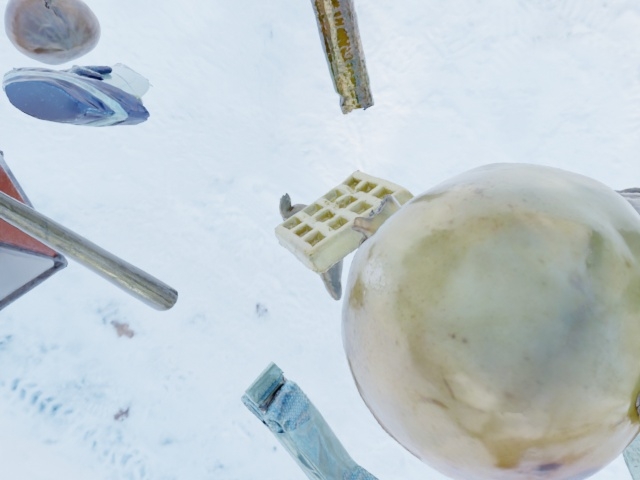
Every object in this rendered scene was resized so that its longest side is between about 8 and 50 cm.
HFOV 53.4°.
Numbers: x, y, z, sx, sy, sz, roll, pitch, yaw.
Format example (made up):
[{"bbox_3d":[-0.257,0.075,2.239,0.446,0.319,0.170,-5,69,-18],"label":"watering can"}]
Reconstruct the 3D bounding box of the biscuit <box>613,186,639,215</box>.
[{"bbox_3d":[0.502,-0.007,1.066,0.381,0.359,0.074,12,119,12],"label":"biscuit"}]

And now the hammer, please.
[{"bbox_3d":[-0.341,-0.005,0.810,0.440,0.168,0.044,42,61,-47],"label":"hammer"}]

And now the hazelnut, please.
[{"bbox_3d":[-0.636,-0.510,1.516,0.212,0.181,0.181,-19,101,-25],"label":"hazelnut"}]

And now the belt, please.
[{"bbox_3d":[0.001,0.296,0.895,0.072,0.087,0.302,-45,112,-25],"label":"belt"}]

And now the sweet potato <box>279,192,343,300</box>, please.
[{"bbox_3d":[0.001,-0.004,1.539,0.124,0.098,0.310,-50,130,-31],"label":"sweet potato"}]

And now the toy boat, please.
[{"bbox_3d":[-0.366,-0.239,0.979,0.210,0.292,0.070,8,116,-17],"label":"toy boat"}]

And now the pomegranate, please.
[{"bbox_3d":[0.156,0.067,0.599,0.319,0.319,0.319,-1,98,-4],"label":"pomegranate"}]

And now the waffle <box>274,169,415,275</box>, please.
[{"bbox_3d":[0.043,-0.045,1.264,0.248,0.221,0.055,-35,114,-11],"label":"waffle"}]

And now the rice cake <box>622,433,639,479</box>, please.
[{"bbox_3d":[0.367,0.197,0.587,0.040,0.226,0.085,-15,82,-22],"label":"rice cake"}]

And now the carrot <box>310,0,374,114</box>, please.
[{"bbox_3d":[0.027,-0.306,0.910,0.070,0.070,0.260,-16,117,-2],"label":"carrot"}]

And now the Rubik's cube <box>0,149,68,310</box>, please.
[{"bbox_3d":[-0.757,0.021,1.270,0.310,0.307,0.305,-16,110,37],"label":"Rubik's cube"}]
